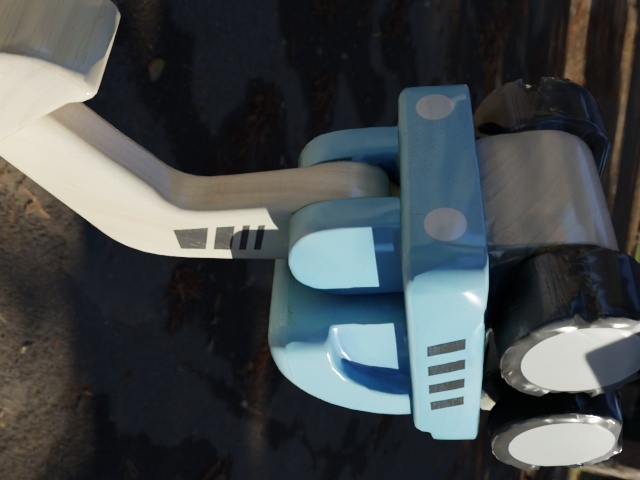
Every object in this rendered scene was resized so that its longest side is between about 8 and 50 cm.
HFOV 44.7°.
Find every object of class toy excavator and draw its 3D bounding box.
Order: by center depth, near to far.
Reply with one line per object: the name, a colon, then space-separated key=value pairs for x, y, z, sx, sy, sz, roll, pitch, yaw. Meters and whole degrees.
toy excavator: x=0.000 y=0.000 z=0.574 sx=0.433 sy=0.445 sz=0.222 roll=77 pitch=11 yaw=-51
